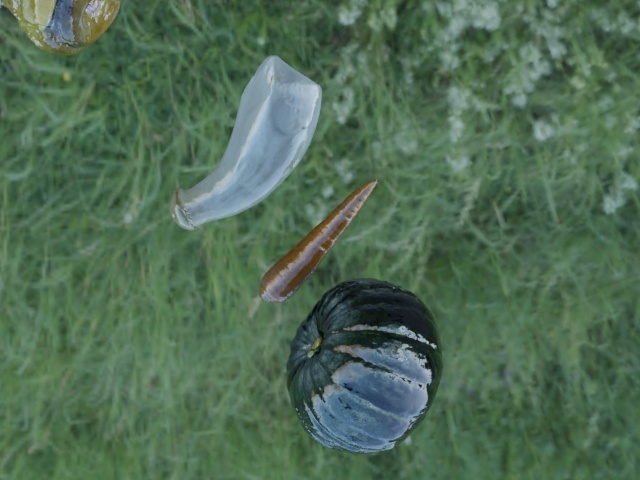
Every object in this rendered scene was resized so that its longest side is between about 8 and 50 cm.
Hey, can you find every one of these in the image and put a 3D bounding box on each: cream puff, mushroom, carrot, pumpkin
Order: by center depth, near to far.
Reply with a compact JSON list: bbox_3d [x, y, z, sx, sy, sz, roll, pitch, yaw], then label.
[{"bbox_3d":[0.053,0.151,1.174,0.161,0.221,0.220,23,136,-25],"label":"pumpkin"},{"bbox_3d":[0.000,0.000,1.217,0.216,0.048,0.048,-47,138,15],"label":"carrot"},{"bbox_3d":[-0.094,-0.112,1.289,0.118,0.103,0.270,33,106,-10],"label":"mushroom"},{"bbox_3d":[-0.360,-0.346,1.327,0.129,0.189,0.189,25,149,12],"label":"cream puff"}]
